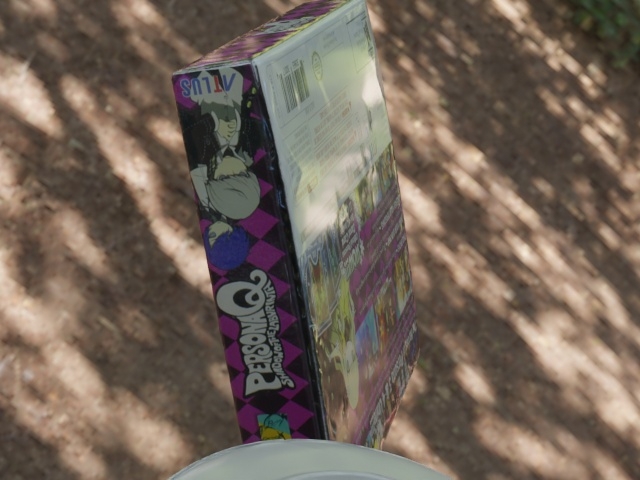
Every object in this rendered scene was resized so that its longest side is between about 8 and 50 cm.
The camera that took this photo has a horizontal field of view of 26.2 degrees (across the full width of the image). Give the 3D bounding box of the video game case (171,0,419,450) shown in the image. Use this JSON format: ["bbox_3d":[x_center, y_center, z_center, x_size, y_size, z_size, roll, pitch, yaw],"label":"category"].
[{"bbox_3d":[0.000,0.000,0.658,0.232,0.042,0.210,-54,136,-69],"label":"video game case"}]

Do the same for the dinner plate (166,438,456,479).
[{"bbox_3d":[0.015,0.098,0.350,0.141,0.017,0.141,13,34,-9],"label":"dinner plate"}]
